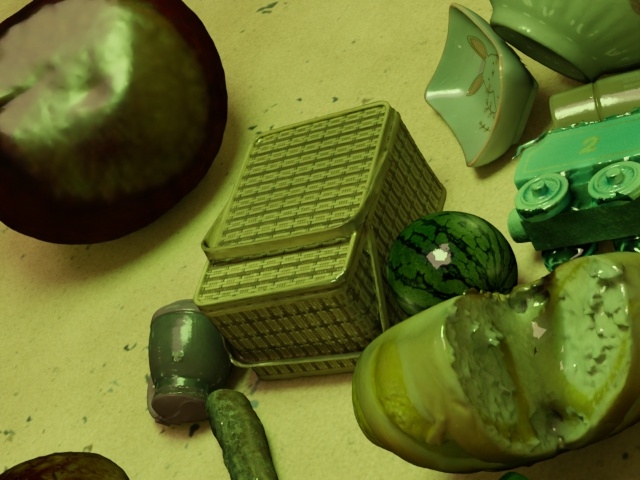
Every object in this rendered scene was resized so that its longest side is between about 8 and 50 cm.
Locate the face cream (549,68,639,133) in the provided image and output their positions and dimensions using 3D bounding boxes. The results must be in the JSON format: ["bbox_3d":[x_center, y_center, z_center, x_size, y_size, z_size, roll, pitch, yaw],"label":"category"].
[{"bbox_3d":[0.441,-0.178,1.418,0.341,0.084,0.137,-16,27,18],"label":"face cream"}]

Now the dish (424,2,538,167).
[{"bbox_3d":[0.215,-0.201,1.596,0.077,0.151,0.212,3,32,-17],"label":"dish"}]

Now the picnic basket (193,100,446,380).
[{"bbox_3d":[0.000,0.000,1.501,0.228,0.175,0.313,-10,44,32],"label":"picnic basket"}]

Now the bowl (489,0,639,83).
[{"bbox_3d":[0.308,-0.291,1.484,0.157,0.337,0.337,-59,36,5],"label":"bowl"}]

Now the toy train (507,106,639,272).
[{"bbox_3d":[0.310,-0.056,1.362,0.203,0.112,0.163,-9,38,33],"label":"toy train"}]

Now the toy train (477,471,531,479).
[{"bbox_3d":[0.183,0.312,1.042,0.188,0.132,0.243,-45,38,-18],"label":"toy train"}]

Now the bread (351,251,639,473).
[{"bbox_3d":[0.193,0.124,1.134,0.333,0.333,0.160,-22,77,20],"label":"bread"}]

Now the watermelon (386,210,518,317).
[{"bbox_3d":[0.159,0.042,1.352,0.141,0.141,0.187,-47,40,-13],"label":"watermelon"}]

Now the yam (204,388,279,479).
[{"bbox_3d":[-0.075,0.266,1.369,0.061,0.061,0.274,-34,36,4],"label":"yam"}]

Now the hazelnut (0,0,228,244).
[{"bbox_3d":[-0.331,-0.185,1.848,0.429,0.402,0.402,-50,37,-9],"label":"hazelnut"}]

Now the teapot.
[{"bbox_3d":[-0.177,0.158,1.532,0.148,0.116,0.146,-12,53,25],"label":"teapot"}]

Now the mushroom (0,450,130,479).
[{"bbox_3d":[-0.329,0.382,1.330,0.345,0.239,0.345,-24,11,5],"label":"mushroom"}]
